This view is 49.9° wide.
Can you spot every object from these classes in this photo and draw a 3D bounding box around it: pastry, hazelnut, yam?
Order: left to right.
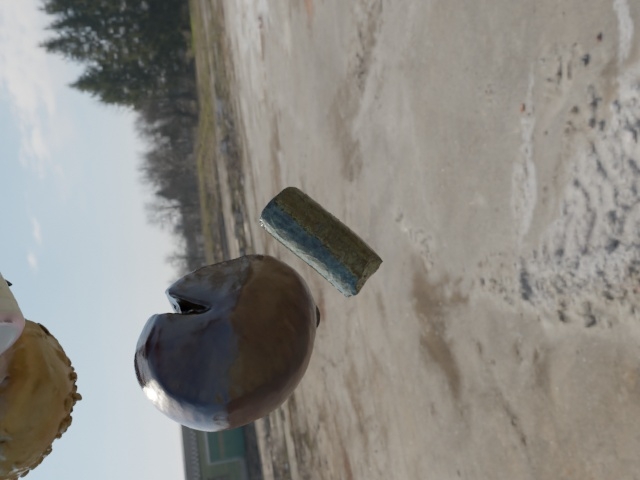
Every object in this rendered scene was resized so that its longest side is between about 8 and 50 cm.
[{"bbox_3d":[-0.536,0.285,1.148,0.184,0.315,0.284,40,-167,-47],"label":"pastry"},{"bbox_3d":[-0.112,0.137,0.902,0.217,0.251,0.217,37,155,20],"label":"hazelnut"},{"bbox_3d":[0.000,0.000,0.501,0.094,0.043,0.043,39,173,-6],"label":"yam"}]

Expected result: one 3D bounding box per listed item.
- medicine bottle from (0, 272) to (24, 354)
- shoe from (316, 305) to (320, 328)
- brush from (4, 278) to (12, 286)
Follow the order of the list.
[{"bbox_3d":[-0.546,0.037,0.941,0.293,0.170,0.170,54,162,15],"label":"medicine bottle"},{"bbox_3d":[-0.082,0.145,1.209,0.179,0.049,0.071,-20,65,37],"label":"shoe"},{"bbox_3d":[-0.504,0.052,1.038,0.008,0.083,0.024,108,-177,-48],"label":"brush"}]
